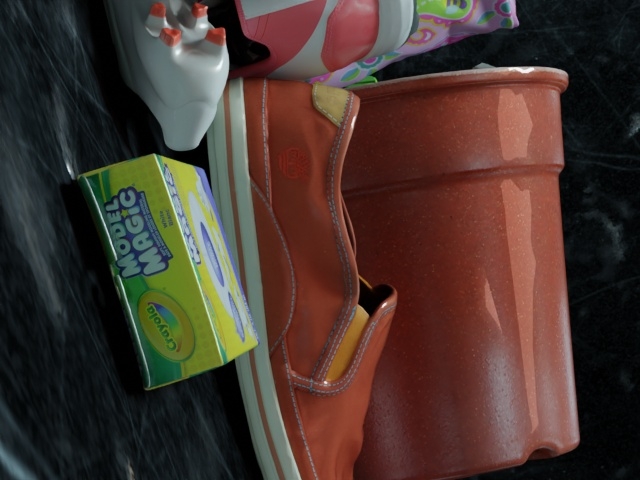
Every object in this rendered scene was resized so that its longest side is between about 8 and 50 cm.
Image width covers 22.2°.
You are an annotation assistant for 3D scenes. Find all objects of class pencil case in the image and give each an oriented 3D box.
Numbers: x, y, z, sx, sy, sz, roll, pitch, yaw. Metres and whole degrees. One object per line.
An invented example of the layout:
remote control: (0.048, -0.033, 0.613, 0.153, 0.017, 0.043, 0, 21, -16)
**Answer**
pencil case: (0.040, -0.209, 1.496, 0.124, 0.284, 0.124, -21, 90, -88)

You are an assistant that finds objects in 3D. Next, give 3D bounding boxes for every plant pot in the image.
plant pot: (0.065, 0.035, 1.173, 0.272, 0.273, 0.265, 26, 55, -84)

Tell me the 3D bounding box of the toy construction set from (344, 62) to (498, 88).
toy construction set: (0.076, -0.136, 1.670, 0.308, 0.237, 0.257, 62, -15, -6)

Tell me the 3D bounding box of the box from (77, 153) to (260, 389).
box: (-0.072, 0.013, 0.793, 0.179, 0.043, 0.105, -11, 83, -84)

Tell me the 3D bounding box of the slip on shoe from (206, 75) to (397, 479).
slip on shoe: (0.000, 0.060, 1.001, 0.123, 0.101, 0.331, -95, 177, -78)

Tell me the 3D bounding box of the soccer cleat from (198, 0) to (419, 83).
soccer cleat: (-0.051, -0.136, 1.076, 0.318, 0.116, 0.108, -11, -87, 66)

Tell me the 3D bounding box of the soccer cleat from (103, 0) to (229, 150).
soccer cleat: (-0.099, -0.131, 0.961, 0.196, 0.068, 0.076, -113, -150, -48)
